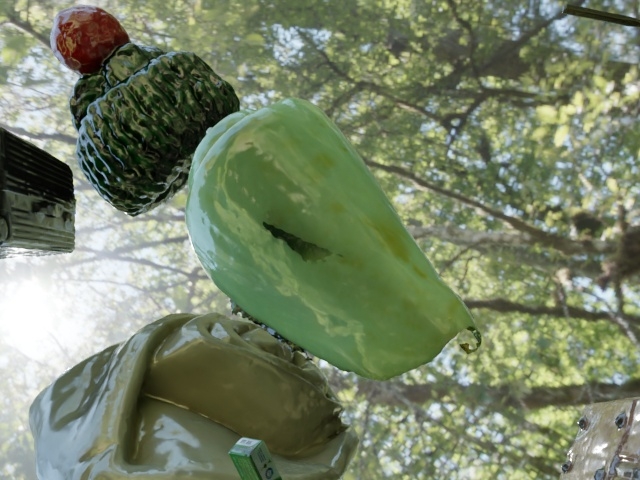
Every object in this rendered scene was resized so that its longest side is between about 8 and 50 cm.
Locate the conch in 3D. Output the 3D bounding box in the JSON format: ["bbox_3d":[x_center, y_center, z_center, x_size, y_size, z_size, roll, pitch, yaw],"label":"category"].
[{"bbox_3d":[-0.012,0.007,0.555,0.143,0.137,0.250,-30,-98,-8],"label":"conch"}]

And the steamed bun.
[{"bbox_3d":[-0.095,0.213,0.740,0.255,0.368,0.342,-46,-50,-10],"label":"steamed bun"}]

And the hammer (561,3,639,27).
[{"bbox_3d":[0.459,-0.283,0.988,0.292,0.029,0.058,9,-33,-7],"label":"hammer"}]

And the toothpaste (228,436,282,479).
[{"bbox_3d":[-0.033,0.168,0.492,0.017,0.020,0.083,-41,-63,-43],"label":"toothpaste"}]

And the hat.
[{"bbox_3d":[-0.316,-0.229,1.212,0.332,0.242,0.274,48,-121,1],"label":"hat"}]

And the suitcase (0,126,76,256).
[{"bbox_3d":[-0.456,-0.053,0.937,0.230,0.335,0.152,-4,-93,-4],"label":"suitcase"}]

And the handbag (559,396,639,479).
[{"bbox_3d":[0.236,0.155,0.458,0.193,0.151,0.072,75,-143,-74],"label":"handbag"}]
